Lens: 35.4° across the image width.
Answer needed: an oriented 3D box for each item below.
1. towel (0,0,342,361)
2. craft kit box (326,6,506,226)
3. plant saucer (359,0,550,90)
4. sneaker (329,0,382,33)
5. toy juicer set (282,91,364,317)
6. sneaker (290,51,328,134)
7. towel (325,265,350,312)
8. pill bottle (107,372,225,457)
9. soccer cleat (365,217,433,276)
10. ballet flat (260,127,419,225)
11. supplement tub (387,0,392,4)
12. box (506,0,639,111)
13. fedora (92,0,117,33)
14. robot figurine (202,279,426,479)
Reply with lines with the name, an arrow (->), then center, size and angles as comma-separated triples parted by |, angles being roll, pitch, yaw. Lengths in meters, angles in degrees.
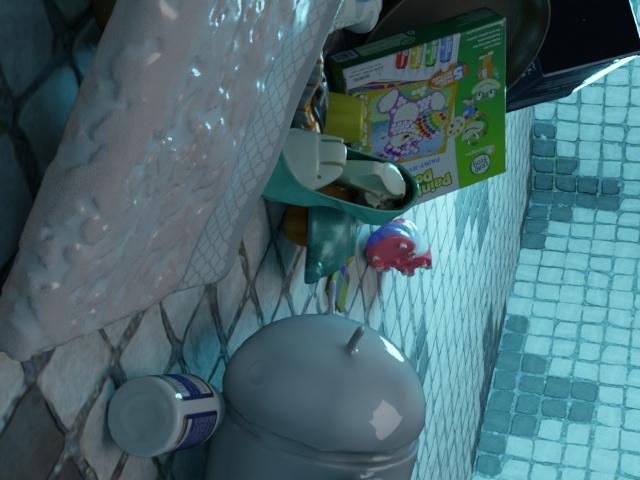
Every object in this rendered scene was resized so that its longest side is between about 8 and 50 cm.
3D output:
towel -> -0.090, -0.088, 0.746 | 0.332, 0.053, 0.317 | -65, 167, 14
craft kit box -> 0.138, -0.168, 1.377 | 0.061, 0.250, 0.247 | 50, -25, 47
plant saucer -> 0.178, -0.277, 1.430 | 0.050, 0.310, 0.310 | 64, -1, 31
sneaker -> 0.002, -0.275, 1.138 | 0.228, 0.087, 0.092 | 21, 82, -65
toy juicer set -> 0.000, 0.000, 1.218 | 0.209, 0.089, 0.329 | 88, 6, -66
sneaker -> -0.031, -0.176, 1.067 | 0.215, 0.084, 0.083 | 89, 14, -52
towel -> 0.025, 0.063, 1.426 | 0.083, 0.009, 0.060 | 60, 40, -61
pill bottle -> -0.128, 0.149, 0.868 | 0.120, 0.067, 0.067 | 20, 77, -72
soccer cleat -> 0.121, 0.000, 1.629 | 0.248, 0.083, 0.095 | 23, 44, -67
ballet flat -> 0.013, -0.075, 1.050 | 0.247, 0.087, 0.083 | 15, 62, -43
supplement tub -> 0.178, -0.417, 1.456 | 0.272, 0.191, 0.191 | 65, 35, -58
box -> 0.350, -0.414, 1.680 | 0.312, 0.179, 0.343 | 145, -70, -81
fedora -> -0.114, -0.182, 0.746 | 0.194, 0.079, 0.194 | -57, 168, -20
robot figurine -> -0.013, 0.223, 0.985 | 0.300, 0.199, 0.353 | 40, -59, 58
